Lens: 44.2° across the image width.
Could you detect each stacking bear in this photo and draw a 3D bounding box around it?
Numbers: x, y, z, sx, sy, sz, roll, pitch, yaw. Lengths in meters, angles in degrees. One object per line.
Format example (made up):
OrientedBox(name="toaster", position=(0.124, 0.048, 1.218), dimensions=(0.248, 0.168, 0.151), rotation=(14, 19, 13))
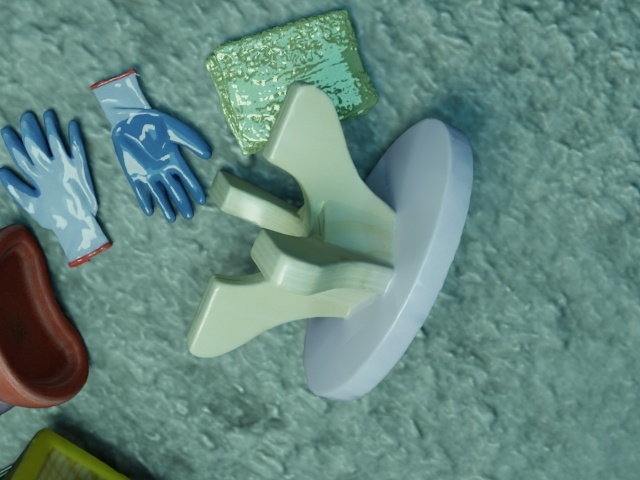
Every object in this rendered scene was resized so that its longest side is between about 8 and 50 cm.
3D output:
OrientedBox(name="stacking bear", position=(-0.399, 0.121, 0.739), dimensions=(0.288, 0.164, 0.176), rotation=(-19, 103, 6))

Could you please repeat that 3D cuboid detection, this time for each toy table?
OrientedBox(name="toy table", position=(0.000, 0.000, 0.702), dimensions=(0.160, 0.252, 0.275), rotation=(19, 91, -24))

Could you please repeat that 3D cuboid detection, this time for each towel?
OrientedBox(name="towel", position=(-0.028, -0.154, 0.758), dimensions=(0.148, 0.027, 0.110), rotation=(-19, 102, 2))

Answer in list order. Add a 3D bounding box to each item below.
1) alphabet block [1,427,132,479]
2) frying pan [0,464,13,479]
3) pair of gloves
OrientedBox(name="alphabet block", position=(-0.254, 0.332, 0.725), dimensions=(0.192, 0.193, 0.197), rotation=(37, 97, -14))
OrientedBox(name="frying pan", position=(-0.321, 0.276, 0.831), dimensions=(0.197, 0.053, 0.326), rotation=(-33, 105, 3))
OrientedBox(name="pair of gloves", position=(-0.208, -0.071, 0.770), dimensions=(0.198, 0.023, 0.159), rotation=(-24, 105, 3))
